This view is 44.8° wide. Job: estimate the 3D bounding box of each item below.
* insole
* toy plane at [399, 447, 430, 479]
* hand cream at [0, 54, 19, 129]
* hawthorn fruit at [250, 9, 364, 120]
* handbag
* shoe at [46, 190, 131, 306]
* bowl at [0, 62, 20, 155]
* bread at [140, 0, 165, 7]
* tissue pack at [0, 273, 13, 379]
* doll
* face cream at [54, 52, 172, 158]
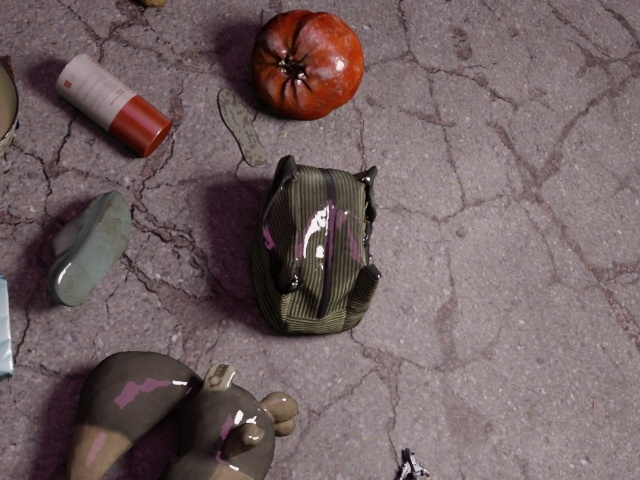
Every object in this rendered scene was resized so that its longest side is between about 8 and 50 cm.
[{"bbox_3d":[-0.166,-0.241,1.652,0.065,0.006,0.193,-20,78,-27],"label":"insole"},{"bbox_3d":[0.180,0.442,1.502,0.078,0.031,0.083,1,71,-38],"label":"toy plane"},{"bbox_3d":[-0.608,-0.284,1.481,0.062,0.039,0.163,-17,74,-10],"label":"hand cream"},{"bbox_3d":[-0.014,-0.385,1.670,0.242,0.242,0.271,47,30,2],"label":"hawthorn fruit"},{"bbox_3d":[0.000,0.000,1.492,0.247,0.240,0.341,4,69,-15],"label":"handbag"},{"bbox_3d":[-0.431,0.013,1.406,0.100,0.103,0.251,-2,46,24],"label":"shoe"},{"bbox_3d":[-0.649,-0.218,1.376,0.237,0.126,0.238,4,72,-11],"label":"bowl"},{"bbox_3d":[-0.370,-0.550,1.666,0.082,0.060,0.113,9,65,-18],"label":"bread"},{"bbox_3d":[-0.645,0.154,1.263,0.263,0.089,0.177,-4,72,-25],"label":"tissue pack"},{"bbox_3d":[-0.243,0.397,1.284,0.378,0.252,0.382,12,57,19],"label":"doll"},{"bbox_3d":[-0.402,-0.261,1.517,0.214,0.096,0.096,38,61,-4],"label":"face cream"}]
